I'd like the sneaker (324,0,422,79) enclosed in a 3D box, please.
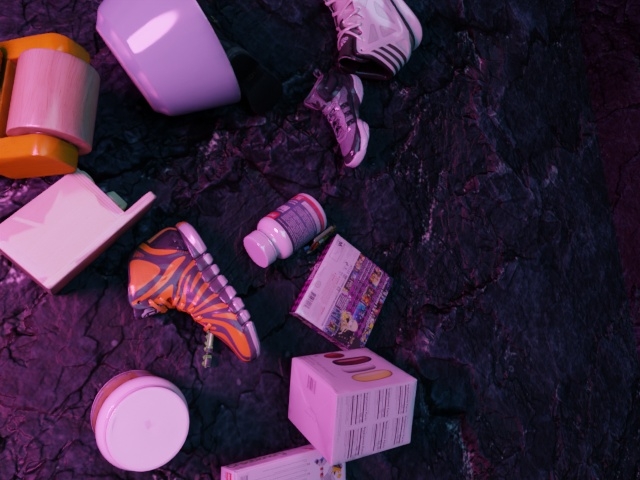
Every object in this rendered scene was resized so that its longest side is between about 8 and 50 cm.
[{"bbox_3d":[0.084,-0.627,1.195,0.447,0.169,0.258,40,62,-21],"label":"sneaker"}]

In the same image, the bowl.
[{"bbox_3d":[-0.312,-0.373,0.866,0.163,0.311,0.312,-35,99,-8],"label":"bowl"}]

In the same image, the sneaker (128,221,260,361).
[{"bbox_3d":[-0.265,0.134,0.877,0.180,0.124,0.321,-32,83,-26],"label":"sneaker"}]

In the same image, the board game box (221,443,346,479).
[{"bbox_3d":[-0.064,0.536,0.901,0.305,0.053,0.193,12,72,-44],"label":"board game box"}]

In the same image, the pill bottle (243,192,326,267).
[{"bbox_3d":[-0.082,-0.021,1.014,0.180,0.108,0.108,-38,100,-31],"label":"pill bottle"}]

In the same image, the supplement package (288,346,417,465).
[{"bbox_3d":[0.064,0.344,0.958,0.203,0.194,0.150,1,98,-30],"label":"supplement package"}]

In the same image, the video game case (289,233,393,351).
[{"bbox_3d":[0.060,0.136,1.104,0.210,0.041,0.232,37,64,-19],"label":"video game case"}]

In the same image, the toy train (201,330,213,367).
[{"bbox_3d":[-0.233,0.224,0.925,0.017,0.023,0.084,12,75,-28],"label":"toy train"}]

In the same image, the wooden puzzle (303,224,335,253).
[{"bbox_3d":[0.000,0.000,1.080,0.116,0.079,0.014,-39,80,-23],"label":"wooden puzzle"}]

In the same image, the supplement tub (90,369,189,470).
[{"bbox_3d":[-0.311,0.304,0.761,0.144,0.199,0.145,6,77,-29],"label":"supplement tub"}]

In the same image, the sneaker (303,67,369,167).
[{"bbox_3d":[0.035,-0.322,1.151,0.152,0.101,0.269,6,71,-29],"label":"sneaker"}]

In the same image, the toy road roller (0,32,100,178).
[{"bbox_3d":[-0.536,-0.222,0.660,0.329,0.240,0.203,-2,79,12],"label":"toy road roller"}]

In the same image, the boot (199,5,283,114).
[{"bbox_3d":[-0.206,-0.426,1.011,0.091,0.263,0.229,-41,71,4],"label":"boot"}]

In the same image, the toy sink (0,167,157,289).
[{"bbox_3d":[-0.433,-0.035,0.786,0.131,0.152,0.234,47,62,-14],"label":"toy sink"}]
